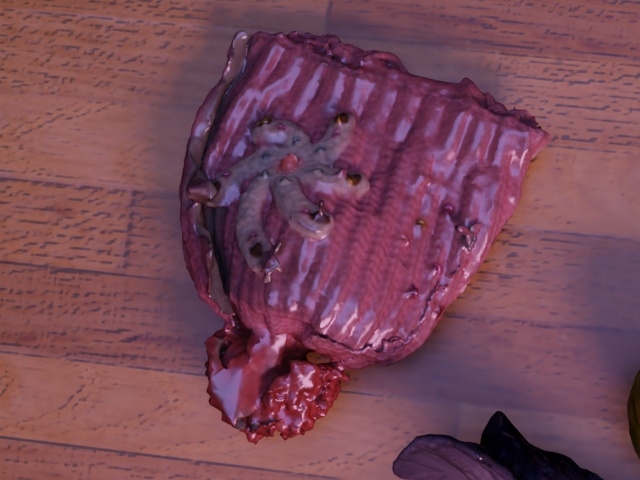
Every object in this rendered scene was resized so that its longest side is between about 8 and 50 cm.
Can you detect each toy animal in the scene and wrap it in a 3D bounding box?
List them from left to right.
[{"bbox_3d":[0.157,0.238,1.062,0.185,0.122,0.298,-28,90,-25],"label":"toy animal"}]

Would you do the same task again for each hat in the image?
[{"bbox_3d":[0.000,0.000,1.133,0.237,0.107,0.286,20,82,19],"label":"hat"}]

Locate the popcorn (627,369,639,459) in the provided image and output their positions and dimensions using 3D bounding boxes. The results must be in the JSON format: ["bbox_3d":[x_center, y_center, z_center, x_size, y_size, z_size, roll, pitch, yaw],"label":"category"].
[{"bbox_3d":[0.339,0.167,1.037,0.225,0.174,0.286,-27,80,13],"label":"popcorn"}]
